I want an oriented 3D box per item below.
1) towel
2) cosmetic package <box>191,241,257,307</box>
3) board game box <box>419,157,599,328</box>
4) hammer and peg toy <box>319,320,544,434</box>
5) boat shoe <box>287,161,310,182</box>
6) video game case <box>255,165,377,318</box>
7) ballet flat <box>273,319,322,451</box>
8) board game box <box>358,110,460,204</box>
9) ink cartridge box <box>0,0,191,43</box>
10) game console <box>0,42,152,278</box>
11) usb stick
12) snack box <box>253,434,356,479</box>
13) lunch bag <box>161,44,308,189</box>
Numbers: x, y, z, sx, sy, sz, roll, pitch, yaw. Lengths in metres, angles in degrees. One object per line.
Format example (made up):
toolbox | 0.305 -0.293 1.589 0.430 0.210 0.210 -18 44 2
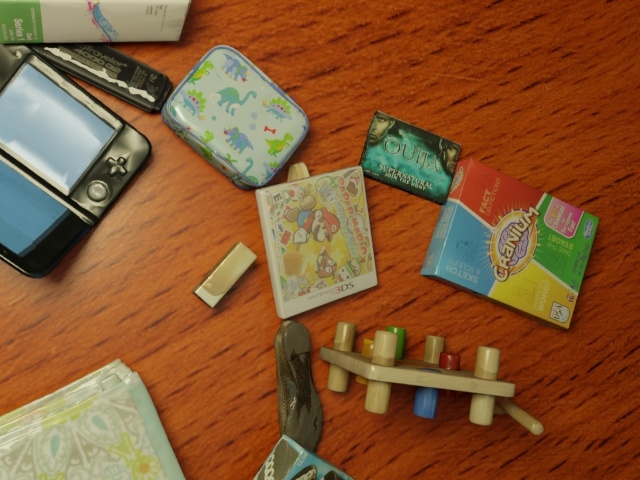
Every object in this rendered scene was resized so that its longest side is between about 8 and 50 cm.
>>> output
towel | -0.363 0.410 0.941 0.320 0.090 0.374 -23 91 -30
cosmetic package | -0.164 0.058 1.065 0.041 0.060 0.115 43 74 -11
board game box | 0.378 0.011 1.237 0.316 0.064 0.242 21 81 -16
hammer and peg toy | 0.204 0.226 1.065 0.361 0.266 0.127 11 84 -16
boat shoe | -0.053 -0.055 1.105 0.059 0.063 0.170 2 87 -23
video game case | 0.000 0.000 1.092 0.206 0.026 0.227 -17 106 -29
ballet flat | -0.048 0.262 1.100 0.084 0.058 0.250 -10 96 -39
board game box | 0.171 -0.157 1.200 0.186 0.026 0.126 18 82 -16
ink cartridge box | -0.361 -0.420 0.965 0.278 0.117 0.201 -8 76 -23
game console | -0.442 -0.134 0.921 0.293 0.173 0.250 38 91 -13
usb stick | -0.382 -0.298 1.022 0.278 0.045 0.077 25 74 -15
snack box | -0.085 0.499 1.026 0.322 0.060 0.187 -55 132 -12
lunch bag | -0.140 -0.207 1.064 0.219 0.090 0.176 39 76 -17
